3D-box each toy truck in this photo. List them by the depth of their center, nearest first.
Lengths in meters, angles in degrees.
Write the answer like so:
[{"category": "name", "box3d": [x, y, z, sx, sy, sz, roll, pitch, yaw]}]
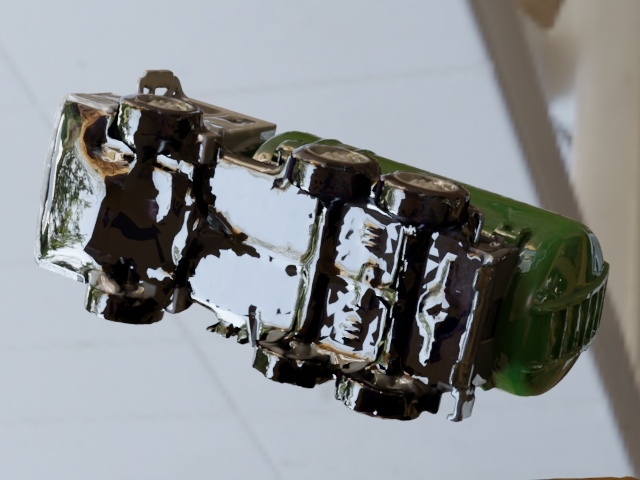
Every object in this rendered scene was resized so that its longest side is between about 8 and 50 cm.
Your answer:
[{"category": "toy truck", "box3d": [0.000, 0.000, 0.859, 0.243, 0.101, 0.125, 19, -163, 27]}]

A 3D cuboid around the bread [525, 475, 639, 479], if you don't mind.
[{"category": "bread", "box3d": [0.030, 0.276, 0.686, 0.314, 0.191, 0.370, -7, 116, -11]}]
